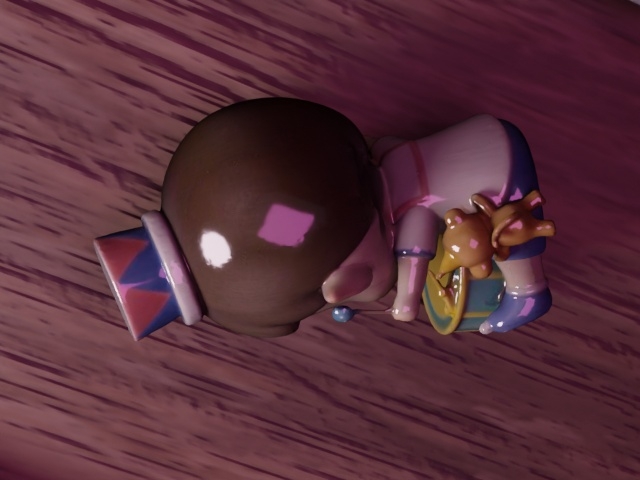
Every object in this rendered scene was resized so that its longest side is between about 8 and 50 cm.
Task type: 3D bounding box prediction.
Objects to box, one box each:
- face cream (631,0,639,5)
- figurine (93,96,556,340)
[{"bbox_3d":[0.133,-0.254,0.886,0.291,0.071,0.143,20,89,-16],"label":"face cream"},{"bbox_3d":[0.001,-0.007,0.864,0.276,0.161,0.158,2,135,-11],"label":"figurine"}]
